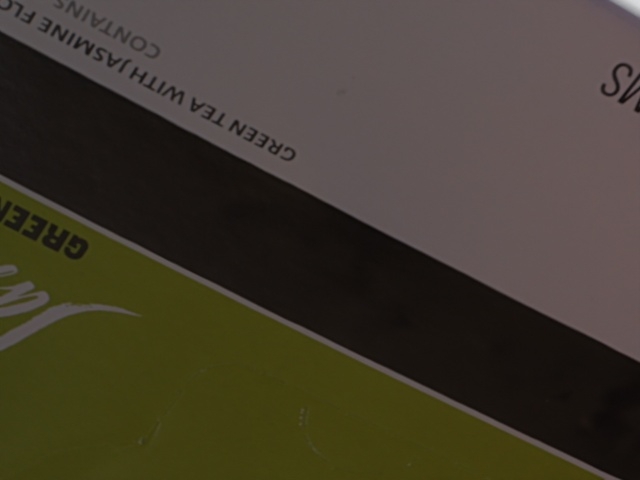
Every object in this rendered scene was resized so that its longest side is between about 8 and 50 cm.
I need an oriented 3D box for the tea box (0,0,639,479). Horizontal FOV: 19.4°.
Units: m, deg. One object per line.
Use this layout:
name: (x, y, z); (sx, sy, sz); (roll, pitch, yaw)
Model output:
tea box: (0.000, 0.000, 0.566); (0.329, 0.323, 0.220); (27, 33, -17)
